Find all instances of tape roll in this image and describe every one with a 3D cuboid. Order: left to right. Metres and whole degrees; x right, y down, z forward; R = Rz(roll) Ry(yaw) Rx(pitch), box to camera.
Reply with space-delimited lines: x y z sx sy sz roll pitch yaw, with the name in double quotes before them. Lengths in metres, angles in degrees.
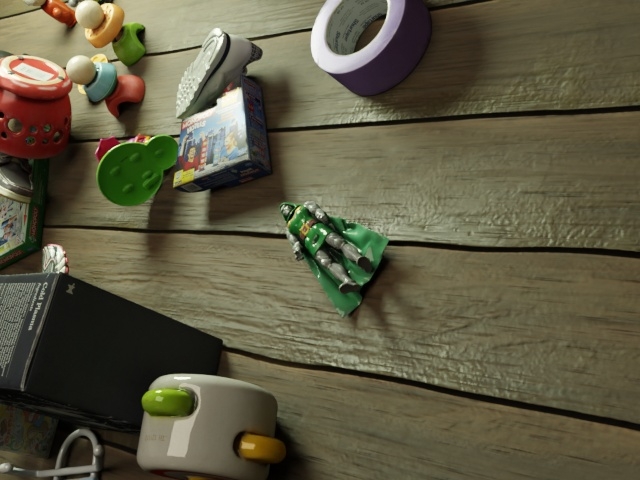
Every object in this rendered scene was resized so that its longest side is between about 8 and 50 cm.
"tape roll" 0.081 -0.338 1.450 0.189 0.080 0.189 -18 60 34

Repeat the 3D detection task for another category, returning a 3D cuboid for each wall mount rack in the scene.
"wall mount rack" -0.428 0.471 1.470 0.304 0.130 0.350 -17 61 35

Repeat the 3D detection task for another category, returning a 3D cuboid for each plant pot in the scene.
"plant pot" -0.633 -0.298 1.942 0.191 0.191 0.174 53 132 42

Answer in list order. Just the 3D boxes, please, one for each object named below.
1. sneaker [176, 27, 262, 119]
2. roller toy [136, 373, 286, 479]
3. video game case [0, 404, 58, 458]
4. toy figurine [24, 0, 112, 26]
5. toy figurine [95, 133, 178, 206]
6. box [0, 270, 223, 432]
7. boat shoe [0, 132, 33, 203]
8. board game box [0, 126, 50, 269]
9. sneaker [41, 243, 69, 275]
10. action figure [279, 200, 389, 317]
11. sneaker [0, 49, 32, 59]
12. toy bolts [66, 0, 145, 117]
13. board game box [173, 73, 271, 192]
"sneaker" -0.199 -0.297 1.678 0.235 0.094 0.090 -39 51 47
"roller toy" -0.161 0.283 1.287 0.191 0.209 0.146 124 155 -67
"video game case" -0.518 0.267 1.602 0.026 0.206 0.227 7 73 16
"toy figurine" -0.598 -0.642 2.140 0.209 0.148 0.213 -5 67 40
"toy figurine" -0.378 -0.169 1.762 0.173 0.130 0.159 -38 36 -7
"box" -0.395 0.190 1.426 0.312 0.343 0.179 -5 65 40
"boat shoe" -0.693 -0.173 1.970 0.092 0.103 0.285 -58 39 9
"board game box" -0.711 -0.091 2.047 0.213 0.046 0.317 -23 56 31
"sneaker" -0.560 0.146 1.724 0.121 0.112 0.299 140 144 -69
"action figure" 0.000 0.000 1.375 0.137 0.063 0.232 -57 42 8
"sneaker" -0.728 -0.362 2.092 0.145 0.090 0.270 -59 7 8
"toy bolts" -0.491 -0.380 1.913 0.218 0.158 0.229 -31 52 26
"board game box" -0.171 -0.193 1.614 0.194 0.060 0.194 -14 60 36
